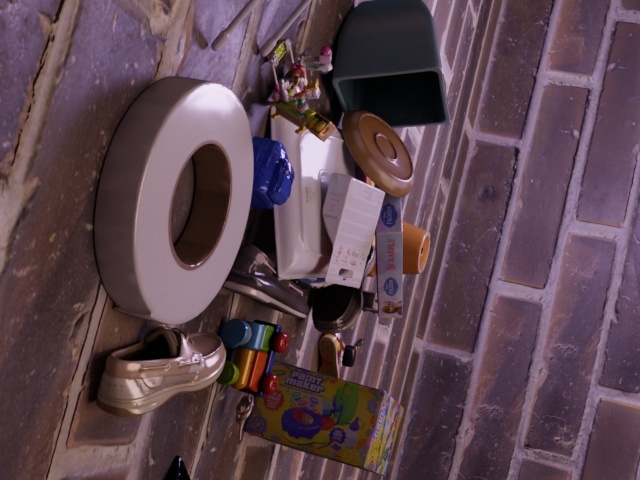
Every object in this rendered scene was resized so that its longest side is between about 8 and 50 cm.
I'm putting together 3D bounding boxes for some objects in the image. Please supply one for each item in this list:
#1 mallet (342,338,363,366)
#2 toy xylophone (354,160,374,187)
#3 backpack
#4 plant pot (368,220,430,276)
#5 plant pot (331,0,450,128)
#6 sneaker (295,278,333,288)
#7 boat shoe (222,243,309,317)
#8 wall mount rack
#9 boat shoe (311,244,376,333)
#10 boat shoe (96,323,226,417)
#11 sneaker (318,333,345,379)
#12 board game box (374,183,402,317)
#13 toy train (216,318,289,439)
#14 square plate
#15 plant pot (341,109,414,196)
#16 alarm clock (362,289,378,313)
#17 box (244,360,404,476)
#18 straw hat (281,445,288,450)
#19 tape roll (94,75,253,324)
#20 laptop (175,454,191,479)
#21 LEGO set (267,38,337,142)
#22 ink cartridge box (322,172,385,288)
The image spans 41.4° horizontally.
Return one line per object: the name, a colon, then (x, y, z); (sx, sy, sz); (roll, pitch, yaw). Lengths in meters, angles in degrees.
mallet: (0.105, 0.346, 2.623); (0.190, 0.039, 0.062); (-8, 109, -75)
toy xylophone: (0.119, -0.204, 2.234); (0.322, 0.081, 0.236); (-46, 143, -59)
backpack: (-0.100, -0.129, 1.598); (0.098, 0.101, 0.120); (74, 28, -67)
plant pot: (0.216, 0.019, 2.494); (0.205, 0.188, 0.205); (12, 90, -72)
plant pot: (0.171, -0.435, 2.014); (0.247, 0.248, 0.252); (59, 30, -65)
sneaker: (0.000, 0.000, 1.985); (0.330, 0.130, 0.147); (-52, 130, -50)
boat shoe: (-0.092, 0.090, 1.741); (0.095, 0.112, 0.335); (-71, 158, -7)
wall mount rack: (-0.075, -0.466, 1.430); (0.350, 0.131, 0.303); (-25, 121, -68)
boat shoe: (0.048, 0.087, 2.172); (0.355, 0.133, 0.130); (-71, 153, -48)
boat shoe: (-0.243, 0.188, 1.364); (0.302, 0.109, 0.098); (-19, 120, -63)
sneaker: (0.039, 0.326, 2.348); (0.084, 0.070, 0.185); (-45, 144, -51)
board game box: (0.167, -0.028, 2.096); (0.318, 0.066, 0.317); (85, 6, -47)
toy train: (-0.160, 0.276, 1.686); (0.143, 0.105, 0.247); (27, 76, -61)
square plate: (0.002, -0.091, 1.802); (0.344, 0.049, 0.346); (5, 81, -63)
plant pot: (0.142, -0.208, 1.948); (0.236, 0.032, 0.236); (35, 36, -30)
alarm clock: (0.119, 0.169, 2.413); (0.192, 0.130, 0.064); (-167, -90, -87)
box: (0.017, 0.418, 1.987); (0.279, 0.290, 0.176); (53, 52, -66)
straw hat: (-0.047, 0.484, 2.206); (0.144, 0.061, 0.144); (12, 90, -71)
tape roll: (-0.217, -0.060, 1.334); (0.392, 0.072, 0.391); (11, 90, -73)
laptop: (-0.303, 0.580, 1.575); (0.234, 0.137, 0.264); (83, 0, -47)
LEGO set: (-0.043, -0.298, 1.607); (0.287, 0.132, 0.107); (-91, 172, -51)
ink cartridge box: (0.057, -0.018, 1.812); (0.181, 0.056, 0.224); (16, 90, -62)
